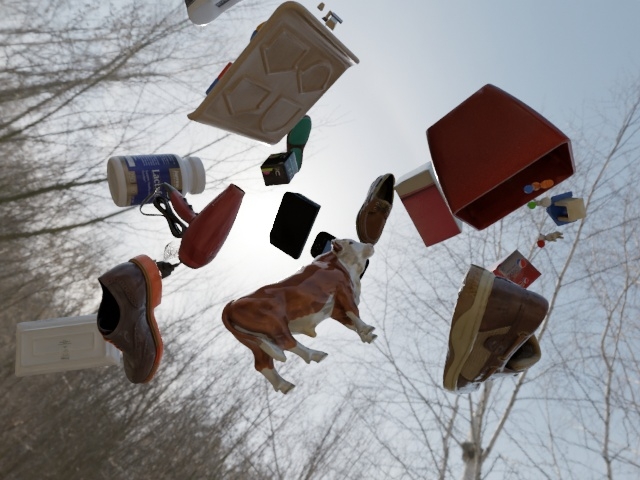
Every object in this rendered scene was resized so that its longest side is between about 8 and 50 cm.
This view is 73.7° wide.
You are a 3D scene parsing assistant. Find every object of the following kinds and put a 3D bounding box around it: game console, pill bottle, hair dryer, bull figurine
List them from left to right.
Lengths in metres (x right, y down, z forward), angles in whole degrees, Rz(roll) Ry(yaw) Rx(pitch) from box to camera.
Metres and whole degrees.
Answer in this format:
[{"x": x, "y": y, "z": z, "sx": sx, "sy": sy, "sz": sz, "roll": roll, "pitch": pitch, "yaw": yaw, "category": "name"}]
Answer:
[{"x": -0.503, "y": -0.192, "z": 1.325, "sx": 0.153, "sy": 0.265, "sz": 0.153, "roll": 21, "pitch": -64, "yaw": 49, "category": "pill bottle"}, {"x": -0.279, "y": -0.047, "z": 0.890, "sx": 0.293, "sy": 0.080, "sz": 0.223, "roll": -16, "pitch": -102, "yaw": 23, "category": "hair dryer"}, {"x": -0.006, "y": 0.109, "z": 0.723, "sx": 0.188, "sy": 0.310, "sz": 0.101, "roll": 50, "pitch": -34, "yaw": 26, "category": "bull figurine"}, {"x": 0.000, "y": 0.000, "z": 1.409, "sx": 0.361, "sy": 0.044, "sz": 0.213, "roll": 30, "pitch": -63, "yaw": 16, "category": "game console"}]

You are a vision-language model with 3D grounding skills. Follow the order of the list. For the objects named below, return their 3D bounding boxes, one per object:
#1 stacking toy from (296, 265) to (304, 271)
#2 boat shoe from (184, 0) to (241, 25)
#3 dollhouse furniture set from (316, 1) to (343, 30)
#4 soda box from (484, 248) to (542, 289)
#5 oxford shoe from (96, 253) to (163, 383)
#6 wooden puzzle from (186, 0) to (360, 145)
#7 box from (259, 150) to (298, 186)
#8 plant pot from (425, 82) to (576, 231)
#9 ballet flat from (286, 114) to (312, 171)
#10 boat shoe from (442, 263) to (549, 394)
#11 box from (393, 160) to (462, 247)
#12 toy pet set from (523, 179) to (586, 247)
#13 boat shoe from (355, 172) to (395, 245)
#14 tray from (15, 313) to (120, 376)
[{"x": 0.020, "y": 0.137, "z": 1.716, "sx": 0.052, "sy": 0.221, "sz": 0.167, "roll": -33, "pitch": -89, "yaw": 49, "category": "stacking toy"}, {"x": -0.261, "y": -0.737, "z": 1.216, "sx": 0.301, "sy": 0.108, "sz": 0.102, "roll": -23, "pitch": -98, "yaw": 21, "category": "boat shoe"}, {"x": 0.004, "y": -0.664, "z": 1.318, "sx": 0.091, "sy": 0.114, "sz": 0.081, "roll": 36, "pitch": -55, "yaw": -16, "category": "dollhouse furniture set"}, {"x": 0.503, "y": 0.114, "z": 1.206, "sx": 0.092, "sy": 0.083, "sz": 0.263, "roll": 49, "pitch": -10, "yaw": 12, "category": "soda box"}, {"x": -0.343, "y": 0.154, "z": 0.748, "sx": 0.097, "sy": 0.098, "sz": 0.271, "roll": 24, "pitch": -60, "yaw": 29, "category": "oxford shoe"}, {"x": -0.109, "y": -0.380, "z": 1.018, "sx": 0.348, "sy": 0.322, "sz": 0.080, "roll": -37, "pitch": -106, "yaw": 23, "category": "wooden puzzle"}, {"x": -0.094, "y": -0.166, "z": 0.986, "sx": 0.062, "sy": 0.083, "sz": 0.052, "roll": -3, "pitch": -59, "yaw": 16, "category": "box"}, {"x": 0.409, "y": -0.207, "z": 1.029, "sx": 0.267, "sy": 0.267, "sz": 0.235, "roll": -35, "pitch": -114, "yaw": 24, "category": "plant pot"}, {"x": -0.081, "y": -0.323, "z": 1.398, "sx": 0.079, "sy": 0.077, "sz": 0.221, "roll": -109, "pitch": -155, "yaw": -44, "category": "ballet flat"}, {"x": 0.257, "y": 0.159, "z": 0.630, "sx": 0.123, "sy": 0.123, "sz": 0.342, "roll": 14, "pitch": -33, "yaw": 23, "category": "boat shoe"}, {"x": 0.354, "y": -0.120, "z": 1.389, "sx": 0.127, "sy": 0.148, "sz": 0.232, "roll": -26, "pitch": -80, "yaw": 26, "category": "box"}, {"x": 0.441, "y": -0.061, "z": 0.827, "sx": 0.065, "sy": 0.114, "sz": 0.122, "roll": -134, "pitch": -152, "yaw": -80, "category": "toy pet set"}, {"x": 0.213, "y": -0.125, "z": 1.613, "sx": 0.111, "sy": 0.307, "sz": 0.104, "roll": 21, "pitch": -26, "yaw": -16, "category": "boat shoe"}, {"x": -0.688, "y": 0.280, "z": 1.156, "sx": 0.030, "sy": 0.270, "sz": 0.145, "roll": 113, "pitch": -29, "yaw": -78, "category": "tray"}]
